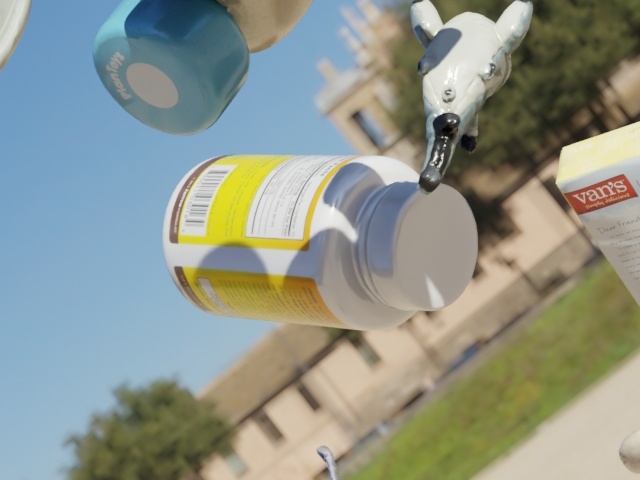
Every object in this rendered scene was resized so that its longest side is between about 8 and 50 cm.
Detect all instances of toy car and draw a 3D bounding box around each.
[{"bbox_3d":[-0.100,-0.215,0.956,0.219,0.238,0.210,-57,-13,-33],"label":"toy car"}]

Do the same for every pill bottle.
[{"bbox_3d":[0.000,0.000,1.309,0.215,0.117,0.117,4,28,45],"label":"pill bottle"}]

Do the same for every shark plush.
[{"bbox_3d":[0.090,-0.082,1.114,0.073,0.067,0.161,-5,38,9],"label":"shark plush"}]

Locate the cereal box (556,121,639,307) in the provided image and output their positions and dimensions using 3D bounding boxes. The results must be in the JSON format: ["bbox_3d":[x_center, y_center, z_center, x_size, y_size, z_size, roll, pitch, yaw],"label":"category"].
[{"bbox_3d":[0.311,0.000,1.466,0.173,0.240,0.047,-18,34,30],"label":"cereal box"}]

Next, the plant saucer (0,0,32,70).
[{"bbox_3d":[-0.473,-0.266,1.811,0.400,0.400,0.100,-35,-23,-23],"label":"plant saucer"}]

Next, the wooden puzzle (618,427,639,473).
[{"bbox_3d":[0.344,0.006,0.979,0.322,0.080,0.348,-18,20,35],"label":"wooden puzzle"}]

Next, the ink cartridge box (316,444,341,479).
[{"bbox_3d":[0.027,0.214,0.708,0.045,0.224,0.223,-20,13,2],"label":"ink cartridge box"}]
